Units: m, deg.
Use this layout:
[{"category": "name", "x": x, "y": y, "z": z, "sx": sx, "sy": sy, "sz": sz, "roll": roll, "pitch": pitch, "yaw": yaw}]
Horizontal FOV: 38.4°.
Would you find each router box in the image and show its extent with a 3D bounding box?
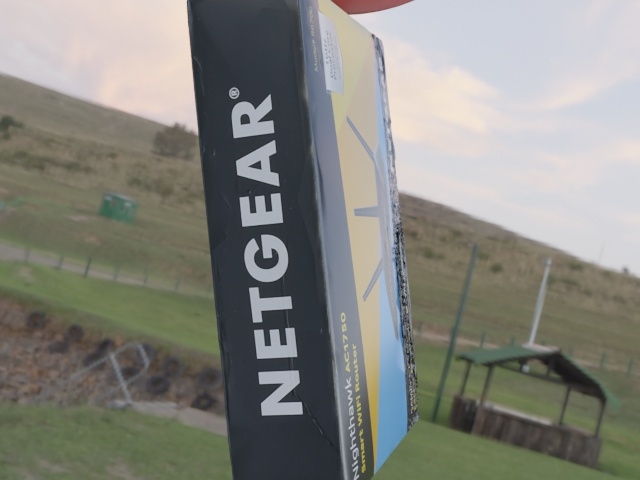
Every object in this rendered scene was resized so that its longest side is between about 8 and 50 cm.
[{"category": "router box", "x": 0.000, "y": 0.000, "z": 0.369, "sx": 0.046, "sy": 0.178, "sz": 0.133, "roll": -6, "pitch": 1, "yaw": 17}]

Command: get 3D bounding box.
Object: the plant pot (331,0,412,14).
[{"category": "plant pot", "x": 0.035, "y": -0.454, "z": 1.139, "sx": 0.275, "sy": 0.275, "sz": 0.243, "roll": 14, "pitch": -42, "yaw": 21}]
